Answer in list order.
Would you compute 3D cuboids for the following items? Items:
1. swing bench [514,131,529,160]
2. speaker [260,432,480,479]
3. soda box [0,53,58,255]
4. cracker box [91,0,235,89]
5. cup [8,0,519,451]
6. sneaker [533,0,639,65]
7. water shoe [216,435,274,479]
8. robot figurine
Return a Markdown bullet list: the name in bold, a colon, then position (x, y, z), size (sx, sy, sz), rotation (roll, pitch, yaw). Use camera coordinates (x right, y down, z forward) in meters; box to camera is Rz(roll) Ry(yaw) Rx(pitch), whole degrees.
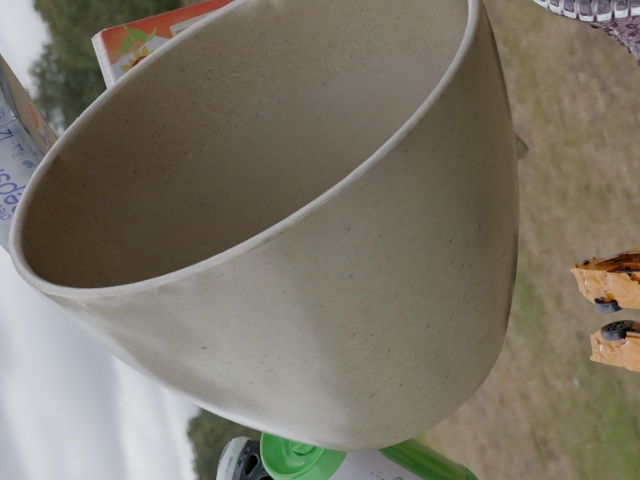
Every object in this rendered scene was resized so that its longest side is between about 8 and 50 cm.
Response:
- **swing bench**: position (0.090, -0.089, 1.686), size (0.254, 0.253, 0.165), rotation (30, 174, 46)
- **speaker**: position (0.068, 0.270, 1.445), size (0.296, 0.131, 0.131), rotation (35, -157, -38)
- **soda box**: position (-0.309, -0.075, 1.265), size (0.286, 0.098, 0.091), rotation (73, 176, -67)
- **cracker box**: position (-0.117, -0.116, 1.278), size (0.067, 0.155, 0.232), rotation (-171, 63, -72)
- **cup**: position (0.000, 0.000, 0.848), size (0.237, 0.331, 0.331), rotation (57, -174, -31)
- **sneaker**: position (0.372, -0.241, 1.540), size (0.281, 0.106, 0.163), rotation (24, 145, 47)
- **water shoe**: position (-0.082, 0.333, 1.514), size (0.073, 0.080, 0.203), rotation (-41, -42, -59)
- **robot figurine**: position (0.458, 0.096, 1.655), size (0.291, 0.085, 0.211), rotation (3, 111, 56)
